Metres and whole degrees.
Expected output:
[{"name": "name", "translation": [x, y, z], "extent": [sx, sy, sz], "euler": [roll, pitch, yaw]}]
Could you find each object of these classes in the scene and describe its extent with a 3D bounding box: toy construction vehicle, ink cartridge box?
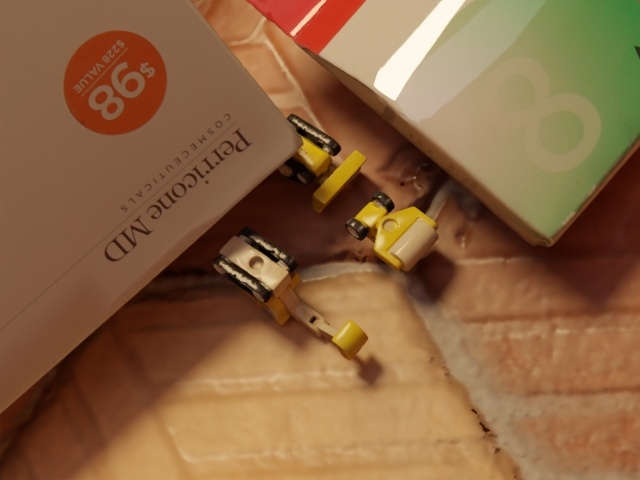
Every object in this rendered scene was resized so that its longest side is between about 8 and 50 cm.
[{"name": "toy construction vehicle", "translation": [0.000, 0.000, 0.853], "extent": [0.098, 0.035, 0.086], "euler": [32, 71, 25]}, {"name": "ink cartridge box", "translation": [0.073, -0.135, 0.828], "extent": [0.224, 0.056, 0.181], "euler": [41, 83, 0]}]

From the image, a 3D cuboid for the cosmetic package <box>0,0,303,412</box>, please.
[{"name": "cosmetic package", "translation": [-0.239, -0.028, 0.796], "extent": [0.377, 0.284, 0.097], "euler": [-42, 29, -3]}]
